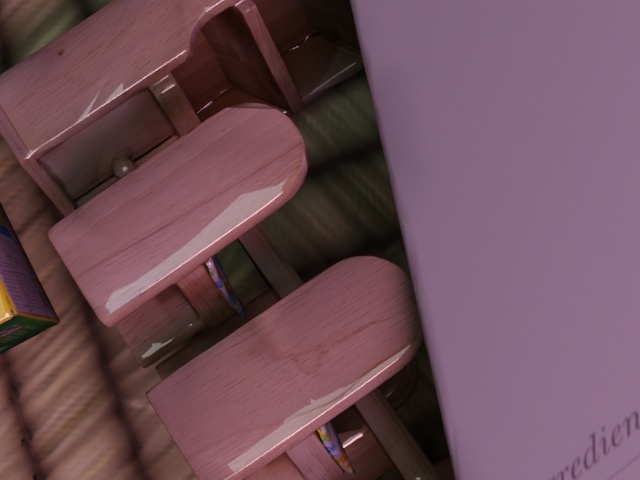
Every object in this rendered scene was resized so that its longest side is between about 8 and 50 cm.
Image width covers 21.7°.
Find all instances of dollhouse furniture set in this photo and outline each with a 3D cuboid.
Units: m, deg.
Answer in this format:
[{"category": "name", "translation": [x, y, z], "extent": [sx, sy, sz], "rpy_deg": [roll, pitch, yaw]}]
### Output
[{"category": "dollhouse furniture set", "translation": [0.000, 0.000, 0.659], "extent": [0.161, 0.212, 0.242], "rpy_deg": [-34, 61, -3]}]

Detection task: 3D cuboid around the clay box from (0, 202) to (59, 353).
[{"category": "clay box", "translation": [-0.186, -0.055, 0.693], "extent": [0.053, 0.127, 0.222], "rpy_deg": [-28, 86, -3]}]

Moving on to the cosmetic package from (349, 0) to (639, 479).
[{"category": "cosmetic package", "translation": [0.170, 0.058, 0.476], "extent": [0.230, 0.453, 0.161], "rpy_deg": [23, 127, -31]}]
